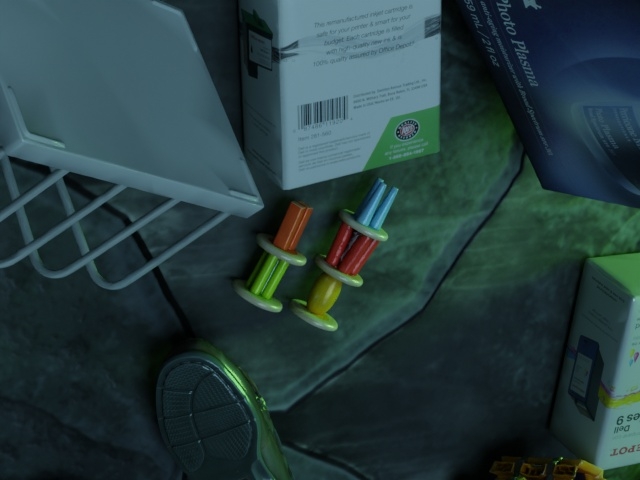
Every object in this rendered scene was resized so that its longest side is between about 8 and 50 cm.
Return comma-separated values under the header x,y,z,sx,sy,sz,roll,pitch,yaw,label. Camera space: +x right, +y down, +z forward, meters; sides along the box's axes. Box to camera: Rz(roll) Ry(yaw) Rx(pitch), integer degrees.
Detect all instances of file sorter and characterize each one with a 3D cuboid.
x,y,z,sx,sy,sz,roll,pitch,yaw,label
-0.215,-0.085,1.344,0.173,0.193,0.277,-33,155,25,file sorter

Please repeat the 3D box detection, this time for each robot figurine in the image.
x,y,z,sx,sy,sz,roll,pitch,yaw,label
0.283,0.311,1.919,0.291,0.211,0.085,41,58,-38,robot figurine

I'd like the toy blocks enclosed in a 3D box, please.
x,y,z,sx,sy,sz,roll,pitch,yaw,label
0.000,0.000,1.661,0.123,0.054,0.148,21,103,-37,toy blocks

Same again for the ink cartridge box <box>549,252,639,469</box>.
x,y,z,sx,sy,sz,roll,pitch,yaw,label
0.344,0.125,1.902,0.154,0.093,0.212,-5,119,-29,ink cartridge box

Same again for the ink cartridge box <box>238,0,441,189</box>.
x,y,z,sx,sy,sz,roll,pitch,yaw,label
0.017,-0.173,1.555,0.160,0.092,0.219,-14,120,-24,ink cartridge box

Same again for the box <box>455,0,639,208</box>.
x,y,z,sx,sy,sz,roll,pitch,yaw,label
0.307,-0.172,1.556,0.183,0.294,0.296,-56,137,-24,box

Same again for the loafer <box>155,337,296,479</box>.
x,y,z,sx,sy,sz,roll,pitch,yaw,label
-0.085,0.191,1.711,0.096,0.084,0.267,-14,123,14,loafer
